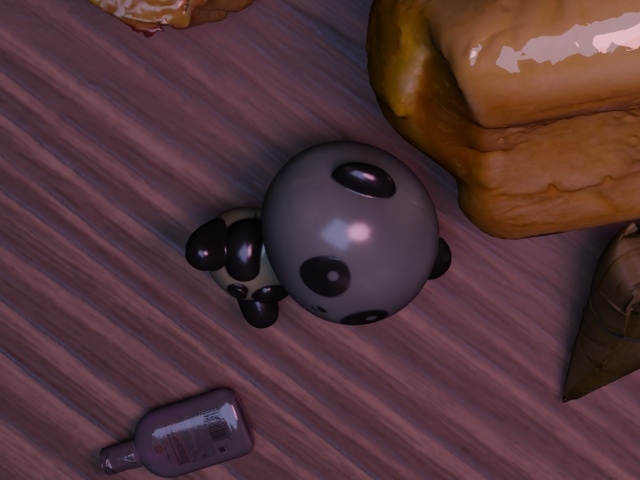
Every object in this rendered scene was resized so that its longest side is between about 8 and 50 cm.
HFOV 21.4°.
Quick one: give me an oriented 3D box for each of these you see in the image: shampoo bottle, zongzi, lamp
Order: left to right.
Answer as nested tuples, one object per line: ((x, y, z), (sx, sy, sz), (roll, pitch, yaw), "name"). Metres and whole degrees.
((-0.159, 0.217, 1.840), (0.165, 0.040, 0.080), (-19, 101, 10), "shampoo bottle")
((0.000, 0.000, 1.707), (0.244, 0.198, 0.197), (-16, 101, 25), "lamp")
((0.369, 0.070, 1.735), (0.228, 0.115, 0.256), (-14, 142, -21), "zongzi")

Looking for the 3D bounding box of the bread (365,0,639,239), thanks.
((0.241, -0.181, 1.569), (0.394, 0.361, 0.250), (-11, 60, 10), "bread")

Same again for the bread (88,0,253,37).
((-0.146, -0.335, 1.659), (0.274, 0.149, 0.274), (1, 109, 3), "bread")
